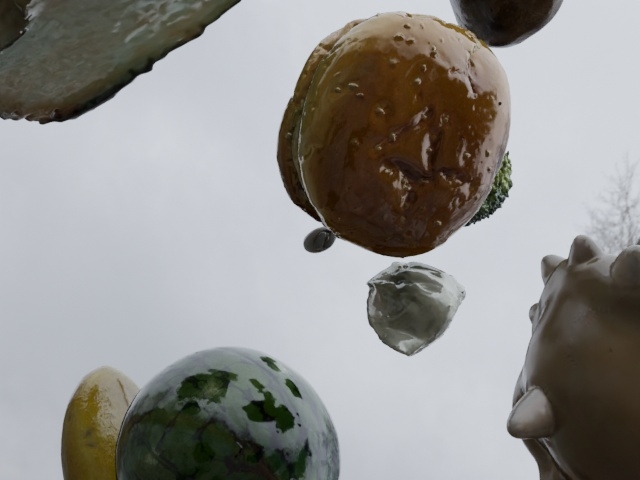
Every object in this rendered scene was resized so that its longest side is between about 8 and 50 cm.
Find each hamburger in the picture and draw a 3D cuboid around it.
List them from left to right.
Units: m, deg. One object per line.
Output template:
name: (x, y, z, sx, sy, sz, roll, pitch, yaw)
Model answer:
hamburger: (0.101, -0.136, 0.980, 0.289, 0.314, 0.170, 17, 9, -31)

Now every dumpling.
dumpling: (0.128, 0.081, 1.064, 0.127, 0.188, 0.108, 39, -43, 6)

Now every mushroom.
mushroom: (0.261, -0.395, 1.126, 0.138, 0.231, 0.194, 27, -60, -37)

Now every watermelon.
watermelon: (-0.142, 0.338, 1.194, 0.363, 0.363, 0.363, 24, -37, 19)

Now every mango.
mango: (-0.388, 0.425, 1.511, 0.182, 0.253, 0.365, -17, -98, 21)

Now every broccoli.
broccoli: (0.266, -0.112, 1.478, 0.197, 0.226, 0.176, -10, -94, 45)

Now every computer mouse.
computer mouse: (0.000, 0.002, 1.676, 0.096, 0.065, 0.040, -39, -122, 55)

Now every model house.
model house: (-0.432, -0.470, 1.219, 0.445, 0.395, 0.400, -32, -95, 18)

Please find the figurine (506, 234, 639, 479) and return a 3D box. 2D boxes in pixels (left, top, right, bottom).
figurine: (0.213, 0.059, 0.436, 0.177, 0.247, 0.173, 58, 1, 23)
